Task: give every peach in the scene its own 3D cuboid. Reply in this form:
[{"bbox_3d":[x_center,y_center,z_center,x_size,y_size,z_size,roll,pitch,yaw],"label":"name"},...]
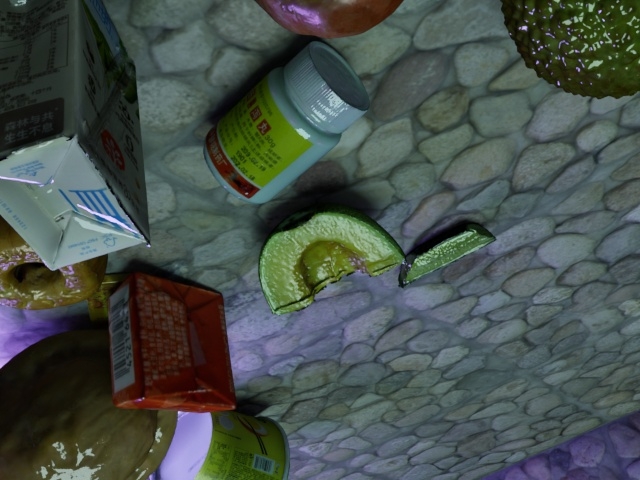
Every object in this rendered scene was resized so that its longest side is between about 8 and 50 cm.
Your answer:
[{"bbox_3d":[0.004,-0.347,0.828,0.214,0.214,0.236,-13,137,-2],"label":"peach"}]

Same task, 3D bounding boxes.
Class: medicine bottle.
[{"bbox_3d":[-0.051,-0.165,1.095,0.225,0.139,0.139,-37,138,28],"label":"medicine bottle"}]

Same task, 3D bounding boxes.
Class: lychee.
[{"bbox_3d":[0.348,-0.305,0.937,0.319,0.270,0.270,-7,145,-31],"label":"lychee"}]

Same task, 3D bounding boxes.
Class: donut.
[{"bbox_3d":[-0.453,0.021,1.230,0.226,0.114,0.227,-8,145,-6],"label":"donut"}]

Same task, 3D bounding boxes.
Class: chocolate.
[{"bbox_3d":[-0.276,0.200,1.407,0.108,0.238,0.234,-26,153,30],"label":"chocolate"}]

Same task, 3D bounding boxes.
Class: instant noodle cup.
[{"bbox_3d":[-0.255,0.534,1.850,0.311,0.311,0.221,-35,128,26],"label":"instant noodle cup"}]

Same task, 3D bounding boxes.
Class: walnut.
[{"bbox_3d":[-0.477,0.367,1.478,0.383,0.384,0.384,-9,143,-7],"label":"walnut"}]

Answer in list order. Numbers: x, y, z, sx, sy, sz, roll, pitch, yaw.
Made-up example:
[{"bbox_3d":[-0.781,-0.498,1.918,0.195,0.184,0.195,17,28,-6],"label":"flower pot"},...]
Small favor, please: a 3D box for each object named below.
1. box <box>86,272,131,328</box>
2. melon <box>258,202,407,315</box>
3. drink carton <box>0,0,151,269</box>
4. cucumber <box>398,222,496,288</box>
[{"bbox_3d":[-0.396,0.116,1.449,0.089,0.022,0.156,-7,143,-13],"label":"box"},{"bbox_3d":[0.000,0.000,1.359,0.265,0.129,0.169,-23,121,17],"label":"melon"},{"bbox_3d":[-0.296,-0.150,0.876,0.132,0.325,0.194,-15,143,2],"label":"drink carton"},{"bbox_3d":[0.232,0.021,1.516,0.220,0.046,0.070,-30,139,18],"label":"cucumber"}]
